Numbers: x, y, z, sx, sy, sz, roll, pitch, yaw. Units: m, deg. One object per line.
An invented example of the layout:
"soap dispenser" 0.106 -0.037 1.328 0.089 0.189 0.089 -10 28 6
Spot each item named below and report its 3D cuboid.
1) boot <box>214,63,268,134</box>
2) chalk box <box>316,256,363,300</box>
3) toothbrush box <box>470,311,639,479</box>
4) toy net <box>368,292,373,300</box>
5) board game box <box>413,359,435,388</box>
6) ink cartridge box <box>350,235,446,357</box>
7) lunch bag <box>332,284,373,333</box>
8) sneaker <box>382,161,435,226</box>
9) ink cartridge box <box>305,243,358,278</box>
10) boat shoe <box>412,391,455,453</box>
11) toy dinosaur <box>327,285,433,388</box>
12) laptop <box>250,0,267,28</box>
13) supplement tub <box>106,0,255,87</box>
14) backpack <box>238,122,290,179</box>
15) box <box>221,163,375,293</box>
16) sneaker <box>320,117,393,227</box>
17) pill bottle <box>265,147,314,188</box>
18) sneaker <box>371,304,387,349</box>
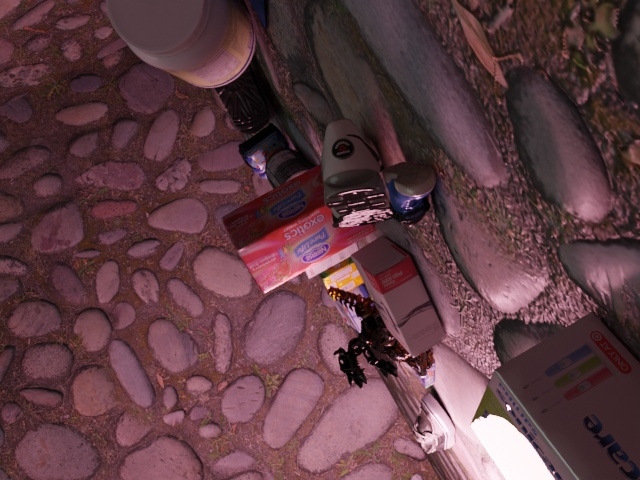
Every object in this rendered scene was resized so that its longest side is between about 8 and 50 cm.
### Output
"boot" -0.276 -0.523 1.671 0.445 0.146 0.366 -108 1 -75
"chalk box" 0.036 0.072 1.766 0.213 0.133 0.132 53 171 43
"toothbrush box" 0.283 0.236 0.559 0.206 0.122 0.283 57 174 31
"toy net" 0.180 0.221 1.451 0.122 0.045 0.232 79 176 -63
"board game box" 0.273 0.330 1.461 0.136 0.035 0.201 57 173 31
"ink cartridge box" 0.166 0.118 1.110 0.217 0.092 0.158 61 175 -20
"lunch bag" 0.122 0.234 1.911 0.243 0.115 0.303 59 173 -6
"sneaker" 0.132 -0.059 0.724 0.152 0.058 0.084 -125 13 -73
"ink cartridge box" 0.000 0.000 1.516 0.127 0.176 0.128 56 172 35
"boat shoe" 0.357 0.610 1.656 0.121 0.119 0.335 54 171 47
"toy dinosaur" 0.139 0.239 1.280 0.322 0.218 0.164 29 138 7
"laptop" -0.282 -0.592 0.921 0.236 0.408 0.381 -31 88 50
"supplement tub" -0.293 -0.479 1.134 0.235 0.236 0.325 61 -169 -2
"backpack" -0.166 -0.274 1.714 0.173 0.158 0.117 57 179 -39
"box" -0.048 -0.035 1.168 0.142 0.300 0.154 54 170 48
"sneaker" 0.063 -0.110 0.901 0.330 0.123 0.146 67 -167 -77
"pill bottle" -0.090 -0.200 1.563 0.245 0.131 0.130 54 171 53
"sneaker" 0.201 0.290 1.538 0.090 0.082 0.232 55 -161 -32
